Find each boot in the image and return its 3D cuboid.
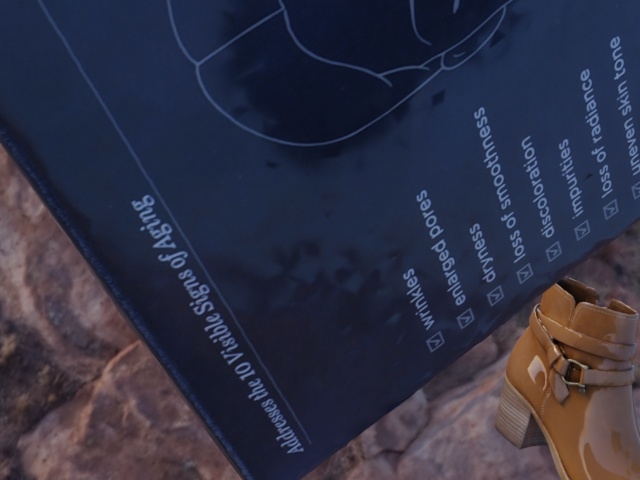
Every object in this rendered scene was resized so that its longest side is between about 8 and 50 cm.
[{"bbox_3d":[0.341,0.184,1.031,0.109,0.220,0.283,1,23,-37],"label":"boot"}]

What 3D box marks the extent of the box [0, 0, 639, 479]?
[{"bbox_3d":[0.001,-0.160,0.636,0.471,0.480,0.297,-36,40,-13],"label":"box"}]
